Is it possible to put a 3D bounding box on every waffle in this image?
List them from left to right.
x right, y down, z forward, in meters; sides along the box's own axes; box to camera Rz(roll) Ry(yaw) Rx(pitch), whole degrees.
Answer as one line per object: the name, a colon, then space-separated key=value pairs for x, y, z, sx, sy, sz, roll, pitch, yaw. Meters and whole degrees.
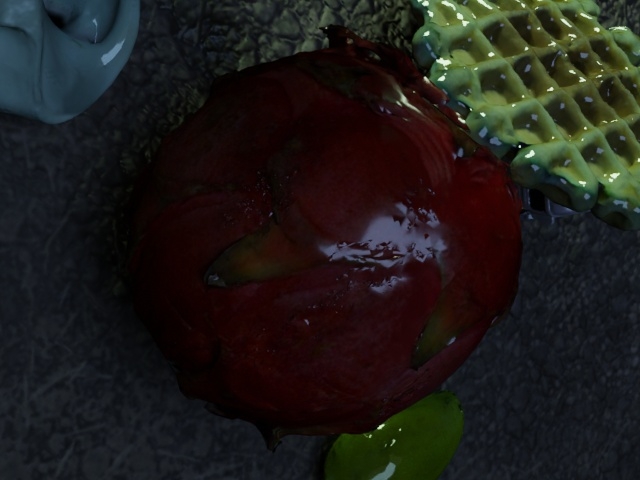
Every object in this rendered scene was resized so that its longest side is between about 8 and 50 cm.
waffle: x=0.203 y=-0.142 z=1.039 sx=0.292 sy=0.056 sz=0.309 roll=21 pitch=46 yaw=-18

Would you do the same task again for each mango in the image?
mango: x=0.076 y=0.197 z=1.099 sx=0.165 sy=0.074 sz=0.091 roll=-32 pitch=110 yaw=-25

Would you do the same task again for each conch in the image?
conch: x=-0.226 y=-0.182 z=0.821 sx=0.185 sy=0.121 sz=0.221 roll=-29 pitch=141 yaw=10

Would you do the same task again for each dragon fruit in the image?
dragon fruit: x=0.000 y=0.000 z=0.908 sx=0.302 sy=0.295 sz=0.295 roll=-37 pitch=118 yaw=9

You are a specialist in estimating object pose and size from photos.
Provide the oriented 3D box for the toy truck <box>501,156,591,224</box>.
toy truck: x=0.287 y=-0.075 z=1.166 sx=0.216 sy=0.116 sz=0.110 roll=-8 pitch=101 yaw=-31
